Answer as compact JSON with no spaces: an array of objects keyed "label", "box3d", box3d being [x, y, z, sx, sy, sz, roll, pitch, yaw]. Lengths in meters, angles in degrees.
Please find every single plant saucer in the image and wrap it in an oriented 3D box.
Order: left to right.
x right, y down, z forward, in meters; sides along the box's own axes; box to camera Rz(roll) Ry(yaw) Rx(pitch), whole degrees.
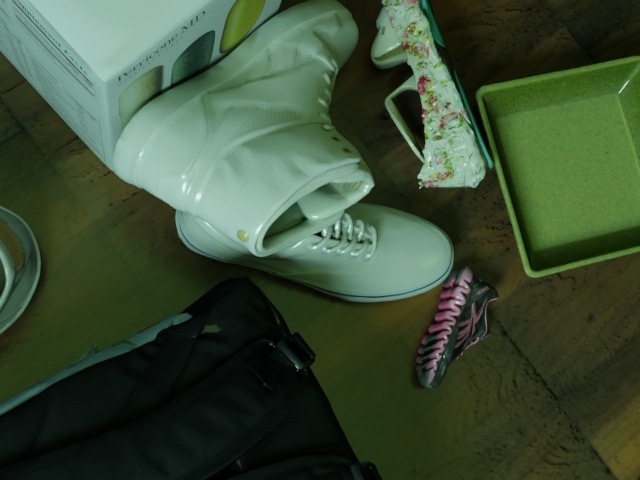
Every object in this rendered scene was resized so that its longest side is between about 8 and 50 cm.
[{"label":"plant saucer","box3d":[0.253,-0.071,0.967,0.188,0.045,0.188,-13,83,-13]}]

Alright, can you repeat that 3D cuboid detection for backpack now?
[{"label":"backpack","box3d":[-0.161,0.232,0.740,0.355,0.273,0.290,-24,78,-40]}]

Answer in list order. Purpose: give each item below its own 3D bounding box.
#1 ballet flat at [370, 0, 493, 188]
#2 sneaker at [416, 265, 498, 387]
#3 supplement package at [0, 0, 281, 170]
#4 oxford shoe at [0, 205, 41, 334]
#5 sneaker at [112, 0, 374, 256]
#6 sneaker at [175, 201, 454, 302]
[{"label":"ballet flat","box3d":[0.091,-0.158,0.937,0.077,0.091,0.241,-19,80,10]},{"label":"sneaker","box3d":[0.130,0.086,0.921,0.057,0.047,0.119,28,77,-17]},{"label":"supplement package","box3d":[-0.162,-0.216,0.803,0.199,0.263,0.198,-42,90,-14]},{"label":"oxford shoe","box3d":[-0.402,0.122,0.755,0.169,0.130,0.449,45,71,-1]},{"label":"sneaker","box3d":[-0.014,-0.093,0.840,0.169,0.108,0.292,33,50,15]},{"label":"sneaker","box3d":[0.000,0.000,0.884,0.258,0.091,0.094,7,79,-9]}]
